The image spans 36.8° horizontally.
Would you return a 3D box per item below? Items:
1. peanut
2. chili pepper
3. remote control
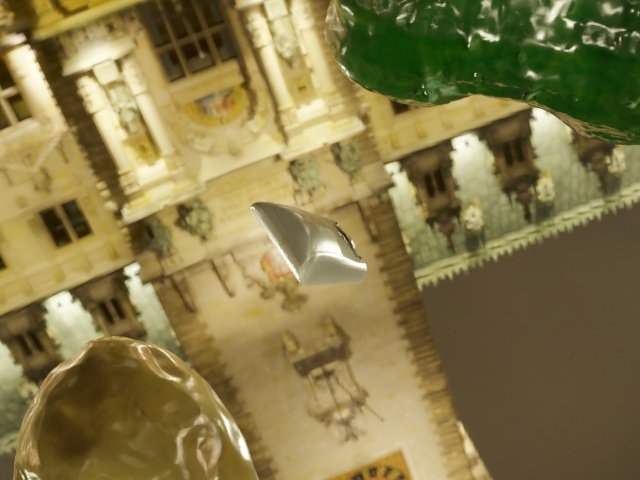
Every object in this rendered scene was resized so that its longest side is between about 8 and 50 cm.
[{"bbox_3d":[-0.063,0.201,0.479,0.148,0.318,0.147,-16,-177,1],"label":"peanut"},{"bbox_3d":[0.185,-0.135,0.453,0.385,0.167,0.213,4,-131,13],"label":"chili pepper"},{"bbox_3d":[0.000,0.000,1.237,0.055,0.109,0.313,-37,169,12],"label":"remote control"}]
